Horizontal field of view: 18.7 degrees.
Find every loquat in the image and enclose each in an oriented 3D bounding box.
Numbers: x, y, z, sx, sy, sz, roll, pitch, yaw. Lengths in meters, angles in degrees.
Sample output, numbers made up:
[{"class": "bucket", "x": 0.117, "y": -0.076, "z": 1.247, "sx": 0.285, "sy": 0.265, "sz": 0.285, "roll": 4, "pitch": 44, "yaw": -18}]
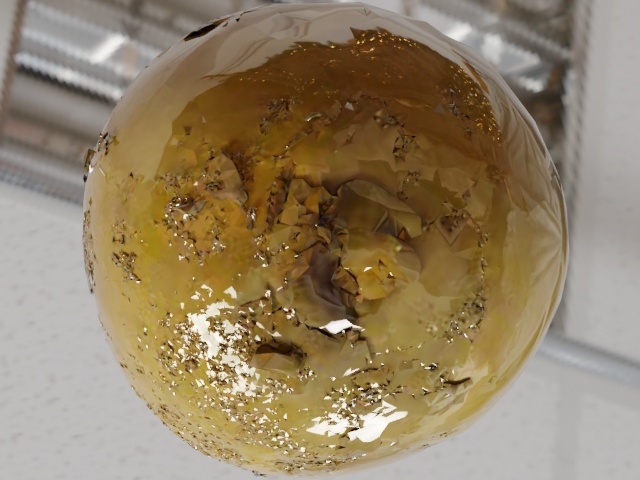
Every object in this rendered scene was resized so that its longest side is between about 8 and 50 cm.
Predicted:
[{"class": "loquat", "x": 0.000, "y": 0.000, "z": 0.921, "sx": 0.235, "sy": 0.235, "sz": 0.235, "roll": 9, "pitch": -105, "yaw": -37}]
